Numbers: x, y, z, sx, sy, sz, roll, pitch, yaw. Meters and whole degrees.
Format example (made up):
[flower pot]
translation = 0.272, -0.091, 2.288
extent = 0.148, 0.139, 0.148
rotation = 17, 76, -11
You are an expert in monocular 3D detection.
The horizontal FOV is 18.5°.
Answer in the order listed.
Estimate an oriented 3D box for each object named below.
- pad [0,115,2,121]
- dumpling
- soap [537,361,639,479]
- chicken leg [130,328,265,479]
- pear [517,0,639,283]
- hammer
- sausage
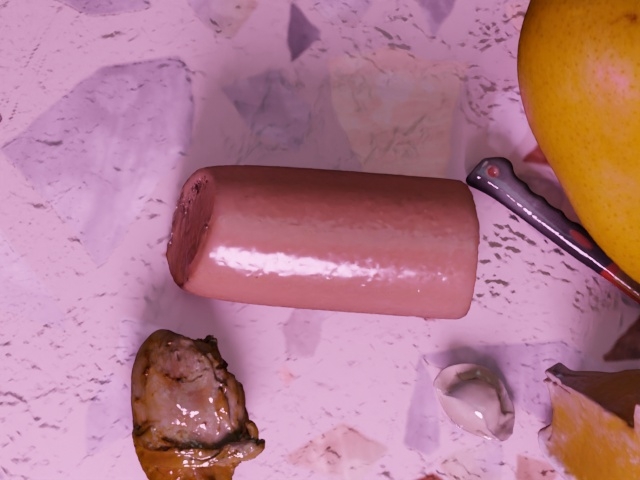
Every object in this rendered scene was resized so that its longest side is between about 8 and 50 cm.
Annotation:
[pad]
translation = -0.381, -0.110, 1.684
extent = 0.188, 0.006, 0.113
rotation = 32, 76, -3
[dumpling]
translation = 0.136, 0.136, 1.692
extent = 0.077, 0.043, 0.059
rotation = 26, 59, 14
[soap]
translation = 0.400, 0.141, 1.630
extent = 0.339, 0.304, 0.169
rotation = -23, 127, -24
[chicken leg]
translation = -0.101, 0.183, 1.626
extent = 0.103, 0.088, 0.227
rotation = -5, 76, -22
[pear]
translation = 0.306, -0.130, 1.666
extent = 0.285, 0.285, 0.336
rotation = 8, 111, -6
[hammer]
translation = 0.252, 0.021, 1.733
extent = 0.288, 0.033, 0.111
rotation = 38, 76, 1
[sausage]
translation = 0.000, 0.000, 1.656
extent = 0.253, 0.123, 0.123
rotation = 3, 79, -7
